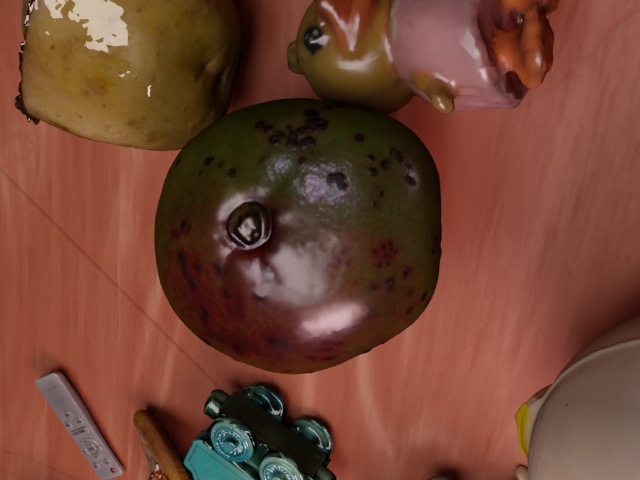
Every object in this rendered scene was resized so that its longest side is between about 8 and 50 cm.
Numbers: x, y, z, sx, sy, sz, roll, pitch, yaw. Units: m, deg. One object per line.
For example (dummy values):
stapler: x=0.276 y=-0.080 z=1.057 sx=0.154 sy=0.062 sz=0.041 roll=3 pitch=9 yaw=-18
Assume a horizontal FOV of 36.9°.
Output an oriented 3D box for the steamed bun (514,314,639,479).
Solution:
steamed bun: x=0.369 y=0.242 z=0.894 sx=0.334 sy=0.334 sz=0.374 roll=-24 pitch=99 yaw=30

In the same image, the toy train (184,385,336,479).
toy train: x=-0.077 y=0.281 z=1.236 sx=0.198 sy=0.107 sz=0.154 roll=34 pitch=127 yaw=9

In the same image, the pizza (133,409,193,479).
pizza: x=-0.222 y=0.345 z=1.331 sx=0.185 sy=0.052 sz=0.195 roll=52 pitch=147 yaw=39

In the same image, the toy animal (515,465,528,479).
toy animal: x=0.253 y=0.296 z=1.116 sx=0.083 sy=0.060 sz=0.081 roll=12 pitch=154 yaw=19

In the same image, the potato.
potato: x=-0.194 y=-0.215 z=1.038 sx=0.242 sy=0.242 sz=0.285 roll=29 pitch=112 yaw=12

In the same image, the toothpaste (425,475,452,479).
toothpaste: x=0.183 y=0.415 z=1.198 sx=0.099 sy=0.068 sz=0.282 roll=7 pitch=123 yaw=52

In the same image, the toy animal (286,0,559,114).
toy animal: x=0.092 y=-0.198 z=0.942 sx=0.281 sy=0.195 sz=0.169 roll=3 pitch=151 yaw=20

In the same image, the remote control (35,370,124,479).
remote control: x=-0.348 y=0.269 z=1.401 sx=0.050 sy=0.027 sz=0.184 roll=-22 pitch=104 yaw=31

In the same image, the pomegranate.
pomegranate: x=0.003 y=-0.020 z=0.959 sx=0.291 sy=0.323 sz=0.291 roll=13 pitch=113 yaw=33
